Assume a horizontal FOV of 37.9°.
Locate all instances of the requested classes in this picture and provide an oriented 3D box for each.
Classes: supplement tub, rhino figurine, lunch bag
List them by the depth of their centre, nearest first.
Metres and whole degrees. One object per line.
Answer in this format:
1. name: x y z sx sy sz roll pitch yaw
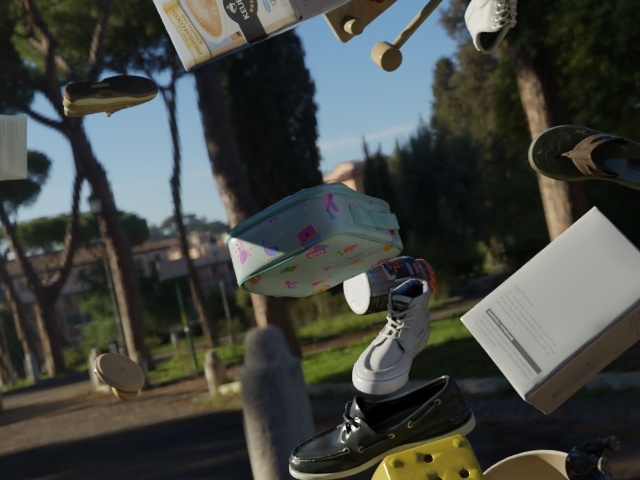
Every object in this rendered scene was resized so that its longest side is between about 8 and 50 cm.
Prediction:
1. lunch bag: 0.000 0.000 1.480 0.224 0.108 0.279 -29 -17 22
2. rhino figurine: 0.482 0.454 1.568 0.073 0.243 0.106 -12 -9 -32
3. supplement tub: 0.159 0.099 2.120 0.190 0.117 0.117 -9 -2 -31

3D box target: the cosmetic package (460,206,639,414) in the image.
1. cosmetic package: 0.330 0.100 1.235 0.224 0.138 0.224 -40 -24 6

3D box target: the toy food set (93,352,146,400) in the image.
1. toy food set: -0.297 0.198 1.382 0.020 0.083 0.082 -57 0 22

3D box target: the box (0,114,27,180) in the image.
1. box: -0.519 -0.145 1.444 0.101 0.101 0.087 4 7 18

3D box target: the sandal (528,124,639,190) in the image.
1. sandal: 0.585 -0.176 1.926 0.302 0.120 0.086 9 -6 11

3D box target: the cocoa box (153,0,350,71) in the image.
1. cocoa box: -0.127 -0.460 1.338 0.227 0.347 0.231 -15 16 36

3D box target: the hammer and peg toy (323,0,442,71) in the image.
1. hammer and peg toy: 0.112 -0.577 2.083 0.266 0.361 0.127 -41 35 -4

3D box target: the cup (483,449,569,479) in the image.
1. cup: 0.505 0.673 2.084 0.331 0.237 0.331 -22 30 13

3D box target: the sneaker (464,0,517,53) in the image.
1. sneaker: 0.322 -0.423 1.655 0.094 0.091 0.258 -16 -16 -5

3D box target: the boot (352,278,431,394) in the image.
1. boot: 0.121 0.150 1.556 0.095 0.124 0.258 8 21 18

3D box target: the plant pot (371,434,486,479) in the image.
1. plant pot: 0.195 0.443 1.527 0.212 0.212 0.187 -16 -44 -6

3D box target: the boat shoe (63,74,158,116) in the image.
1. boat shoe: -0.412 -0.277 1.827 0.189 0.068 0.072 -9 -41 -28

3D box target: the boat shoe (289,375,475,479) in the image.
1. boat shoe: 0.095 0.321 1.638 0.339 0.113 0.127 -16 19 9
